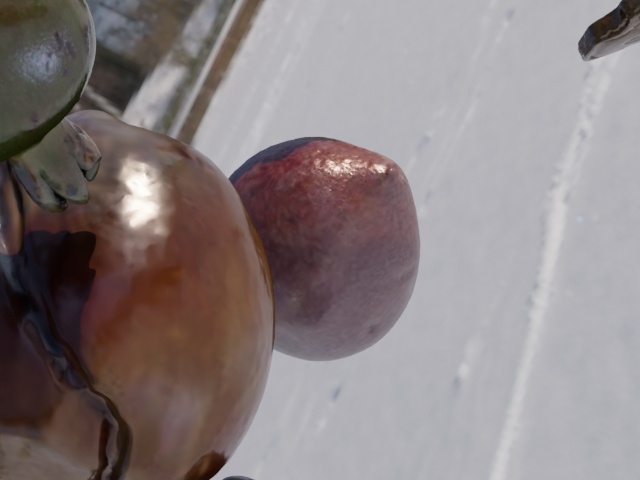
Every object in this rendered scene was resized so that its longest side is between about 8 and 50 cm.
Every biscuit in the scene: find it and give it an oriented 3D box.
[{"bbox_3d":[0.364,-0.245,1.387,0.182,0.034,0.215,-24,-8,-29],"label":"biscuit"}]

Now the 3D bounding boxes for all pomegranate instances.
[{"bbox_3d":[-0.244,-0.111,0.967,0.179,0.179,0.211,-77,-16,-70],"label":"pomegranate"}]

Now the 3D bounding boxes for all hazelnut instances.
[{"bbox_3d":[-0.208,0.074,1.176,0.372,0.372,0.315,-64,-9,-1],"label":"hazelnut"}]

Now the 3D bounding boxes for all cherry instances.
[{"bbox_3d":[-0.008,0.006,1.409,0.206,0.239,0.239,-28,-4,-13],"label":"cherry"}]

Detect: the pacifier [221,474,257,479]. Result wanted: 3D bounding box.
[{"bbox_3d":[-0.074,0.353,1.258,0.332,0.273,0.220,133,145,-51],"label":"pacifier"}]
